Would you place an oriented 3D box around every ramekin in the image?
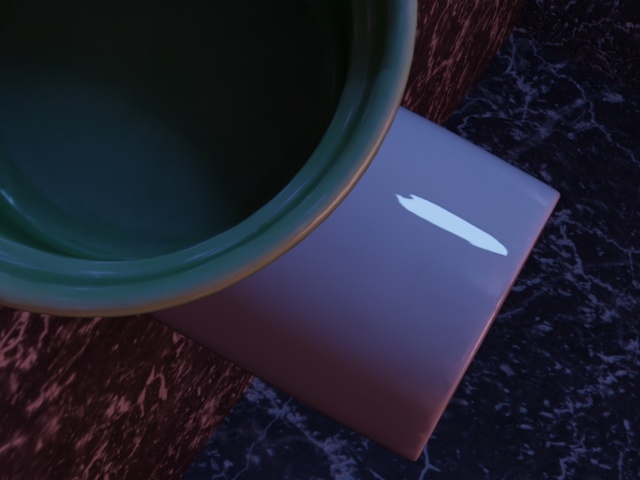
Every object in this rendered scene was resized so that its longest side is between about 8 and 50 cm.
[{"bbox_3d":[-0.105,-0.106,0.503,0.303,0.303,0.148,-60,176,-6],"label":"ramekin"}]

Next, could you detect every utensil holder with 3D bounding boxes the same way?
[{"bbox_3d":[0.000,0.000,0.940,0.327,0.385,0.327,-56,168,-20],"label":"utensil holder"}]
